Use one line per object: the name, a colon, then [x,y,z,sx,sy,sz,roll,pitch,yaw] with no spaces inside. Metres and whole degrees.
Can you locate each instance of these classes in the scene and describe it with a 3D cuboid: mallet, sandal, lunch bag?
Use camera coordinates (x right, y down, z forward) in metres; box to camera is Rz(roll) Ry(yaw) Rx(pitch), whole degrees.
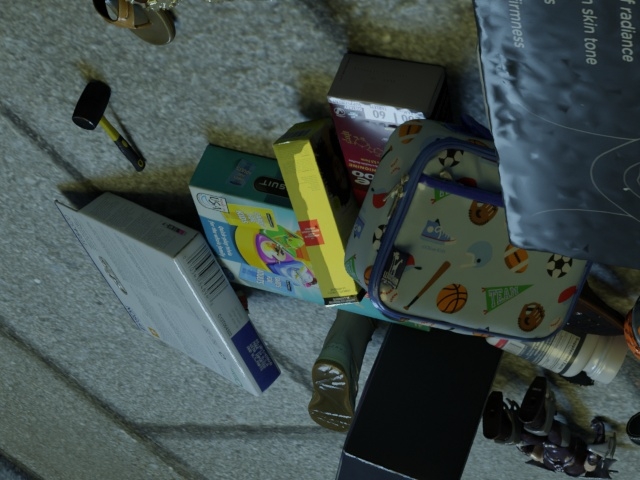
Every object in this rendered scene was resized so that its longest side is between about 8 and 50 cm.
mallet: [-0.291,-0.160,2.039,0.039,0.062,0.189,11,164,24]
sandal: [-0.251,-0.295,1.752,0.072,0.049,0.180,-4,142,40]
lunch bag: [0.186,-0.015,1.687,0.303,0.243,0.115,13,-161,-28]

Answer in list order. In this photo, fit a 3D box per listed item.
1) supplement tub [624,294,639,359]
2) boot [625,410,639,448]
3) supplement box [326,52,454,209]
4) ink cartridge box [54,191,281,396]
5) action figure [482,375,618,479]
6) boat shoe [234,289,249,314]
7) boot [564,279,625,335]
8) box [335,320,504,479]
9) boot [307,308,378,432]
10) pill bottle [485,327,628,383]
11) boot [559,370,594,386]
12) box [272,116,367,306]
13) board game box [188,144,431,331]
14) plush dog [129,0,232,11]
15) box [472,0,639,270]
supplement tub: [0.476,0.093,1.824,0.117,0.117,0.190,28,151,-10]
boot: [0.505,0.217,2.054,0.236,0.085,0.178,-20,128,43]
supplement box: [0.096,-0.122,1.776,0.130,0.073,0.239,11,150,19]
ink cartridge box: [-0.241,0.071,2.276,0.330,0.071,0.324,25,152,44]
action figure: [0.374,0.315,2.308,0.185,0.099,0.285,-7,151,32]
boat shoe: [-0.167,0.109,2.397,0.137,0.049,0.043,-10,97,52]
boot: [0.335,0.051,1.895,0.219,0.106,0.082,26,152,-34]
box: [0.147,0.275,2.189,0.183,0.296,0.294,20,151,6]
boot: [0.039,0.191,2.256,0.077,0.165,0.213,14,144,11]
pill bottle: [0.332,0.127,1.998,0.180,0.108,0.108,23,152,-2]
boot: [0.359,0.172,2.124,0.121,0.045,0.099,13,153,15]
box: [0.010,-0.036,1.861,0.058,0.087,0.232,-7,113,26]
board game box: [0.000,0.000,2.048,0.336,0.079,0.253,14,151,17]
plush dog: [-0.126,-0.328,1.518,0.225,0.210,0.262,23,-177,-30]
box: [0.400,-0.192,1.200,0.472,0.297,0.480,13,150,21]
